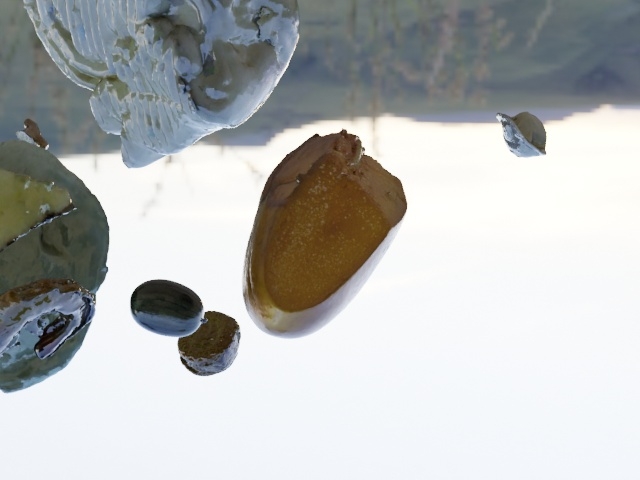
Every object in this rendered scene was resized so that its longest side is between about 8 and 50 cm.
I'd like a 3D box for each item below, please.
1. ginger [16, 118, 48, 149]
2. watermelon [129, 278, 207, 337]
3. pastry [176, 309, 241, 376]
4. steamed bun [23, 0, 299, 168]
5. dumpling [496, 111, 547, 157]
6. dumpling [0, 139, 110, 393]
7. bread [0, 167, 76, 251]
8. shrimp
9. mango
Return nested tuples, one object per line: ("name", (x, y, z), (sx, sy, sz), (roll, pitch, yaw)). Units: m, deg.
("ginger", (-0.517, -0.185, 2.503), (0.048, 0.030, 0.097), (11, -152, -37))
("watermelon", (-0.210, 0.094, 1.950), (0.110, 0.078, 0.078), (18, -175, -13))
("pastry", (-0.173, 0.158, 2.178), (0.109, 0.097, 0.057), (-21, 144, 5))
("steamed bun", (-0.134, -0.235, 1.368), (0.207, 0.268, 0.280), (-32, -173, -35))
("dumpling", (0.227, -0.121, 1.615), (0.057, 0.076, 0.052), (16, 142, -20))
("dumpling", (-0.444, 0.036, 1.988), (0.270, 0.321, 0.211), (-3, -160, 47))
("bread", (-0.427, -0.034, 1.573), (0.266, 0.142, 0.178), (-3, -139, 45))
("shrimp", (-0.386, 0.120, 1.831), (0.173, 0.058, 0.253), (-5, 151, -37))
("mango", (0.000, 0.000, 1.788), (0.201, 0.199, 0.350), (5, -137, 18))
